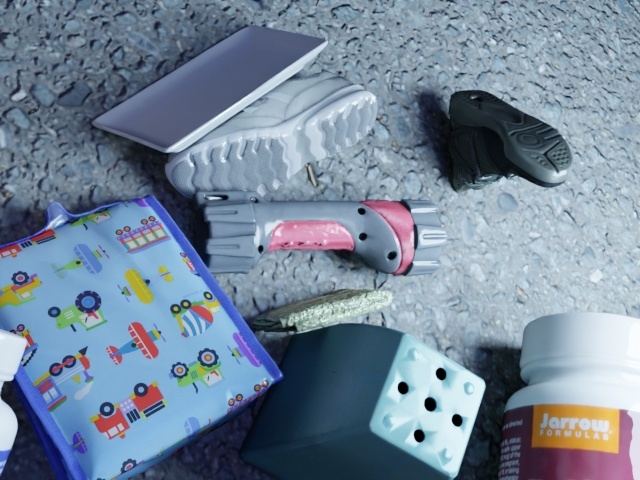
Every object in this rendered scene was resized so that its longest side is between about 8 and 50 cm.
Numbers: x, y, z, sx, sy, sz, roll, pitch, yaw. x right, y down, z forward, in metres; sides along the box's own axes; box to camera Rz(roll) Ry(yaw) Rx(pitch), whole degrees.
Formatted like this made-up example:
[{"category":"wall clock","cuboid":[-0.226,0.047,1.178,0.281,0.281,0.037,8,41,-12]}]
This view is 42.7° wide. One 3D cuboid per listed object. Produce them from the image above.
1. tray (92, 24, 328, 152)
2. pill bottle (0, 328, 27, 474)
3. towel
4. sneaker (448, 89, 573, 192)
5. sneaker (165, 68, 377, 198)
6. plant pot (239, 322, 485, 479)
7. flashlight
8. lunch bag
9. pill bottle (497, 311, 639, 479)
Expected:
[{"category":"tray","cuboid":[-0.125,-0.180,0.981,0.270,0.145,0.030,-41,134,-31]},{"category":"pill bottle","cuboid":[-0.350,0.194,0.687,0.152,0.152,0.272,23,78,-19]},{"category":"towel","cuboid":[0.001,0.080,0.954,0.148,0.110,0.027,-12,92,-28]},{"category":"sneaker","cuboid":[0.247,-0.105,1.099,0.087,0.227,0.130,-16,126,-25]},{"category":"sneaker","cuboid":[-0.070,-0.133,1.014,0.281,0.105,0.115,-24,52,-27]},{"category":"plant pot","cuboid":[0.055,0.188,0.875,0.166,0.234,0.165,33,62,-15]},{"category":"flashlight","cuboid":[0.000,0.000,0.991,0.304,0.103,0.103,-3,33,-24]},{"category":"lunch bag","cuboid":[-0.217,0.084,0.845,0.221,0.138,0.293,-26,77,-28]},{"category":"pill bottle","cuboid":[0.324,0.300,0.979,0.224,0.224,0.392,19,66,-20]}]
